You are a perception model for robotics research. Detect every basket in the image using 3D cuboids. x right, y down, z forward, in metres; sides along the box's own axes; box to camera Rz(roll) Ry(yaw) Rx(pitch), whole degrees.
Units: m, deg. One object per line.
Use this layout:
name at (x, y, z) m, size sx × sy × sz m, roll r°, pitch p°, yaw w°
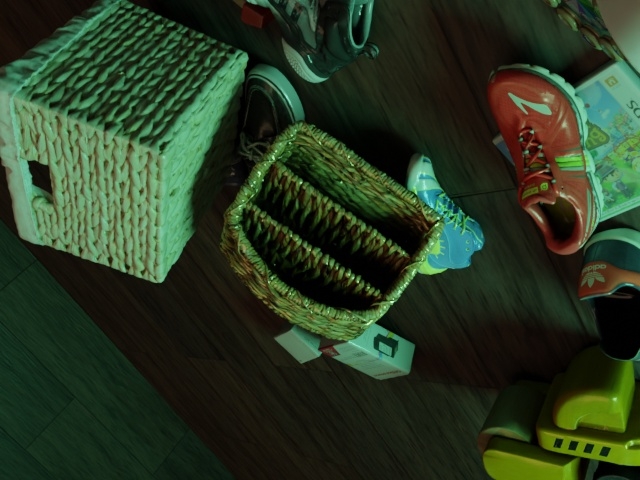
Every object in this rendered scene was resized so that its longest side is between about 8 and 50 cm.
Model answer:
basket at (0.000, 0.000, 1.002) m, size 0.299 × 0.213 × 0.223 m, roll 37°, pitch 147°, yaw 1°
basket at (-0.313, -0.163, 1.042) m, size 0.266 × 0.331 × 0.328 m, roll 21°, pitch 137°, yaw 4°

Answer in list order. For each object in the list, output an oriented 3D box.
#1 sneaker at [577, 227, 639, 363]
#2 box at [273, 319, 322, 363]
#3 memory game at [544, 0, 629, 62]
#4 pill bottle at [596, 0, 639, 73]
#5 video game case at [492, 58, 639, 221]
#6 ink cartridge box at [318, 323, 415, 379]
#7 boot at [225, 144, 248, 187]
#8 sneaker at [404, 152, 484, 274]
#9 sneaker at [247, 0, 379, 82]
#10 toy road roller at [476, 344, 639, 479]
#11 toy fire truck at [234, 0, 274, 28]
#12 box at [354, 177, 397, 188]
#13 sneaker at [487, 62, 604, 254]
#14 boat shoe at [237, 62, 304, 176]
sneaker at (0.498, 0.151, 0.938) m, size 0.350 × 0.148 × 0.131 m, roll 45°, pitch 145°, yaw -9°
box at (-0.040, 0.236, 1.573) m, size 0.101 × 0.087 × 0.102 m, roll 44°, pitch 145°, yaw -8°
memory game at (0.273, -0.259, 0.683) m, size 0.186 × 0.186 × 0.012 m, roll 43°, pitch 107°, yaw -6°
pill bottle at (0.425, -0.277, 0.454) m, size 0.229 × 0.229 × 0.408 m, roll 45°, pitch 145°, yaw -8°
video game case at (0.373, -0.119, 0.858) m, size 0.193 × 0.023 × 0.212 m, roll 45°, pitch 145°, yaw -8°
ink cartridge box at (0.104, 0.242, 1.420) m, size 0.175 × 0.072 × 0.127 m, roll 29°, pitch 149°, yaw -21°
boot at (-0.241, -0.161, 1.325) m, size 0.190 × 0.069 × 0.086 m, roll 15°, pitch 136°, yaw 27°
sneaker at (0.211, -0.043, 1.057) m, size 0.126 × 0.091 × 0.240 m, roll 2°, pitch 133°, yaw 17°
sneaker at (-0.016, -0.354, 0.885) m, size 0.153 × 0.101 × 0.268 m, roll -3°, pitch 134°, yaw 43°
toy road roller at (0.448, 0.308, 1.127) m, size 0.330 × 0.202 × 0.240 m, roll 1°, pitch 118°, yaw 35°
toy fire truck at (-0.149, -0.425, 0.962) m, size 0.192 × 0.047 × 0.135 m, roll 35°, pitch 152°, yaw 14°
box at (0.098, -0.067, 1.163) m, size 0.081 × 0.028 × 0.136 m, roll 23°, pitch 145°, yaw 22°
sneaker at (0.295, -0.099, 0.824) m, size 0.107 × 0.118 × 0.279 m, roll -10°, pitch 122°, yaw 46°
boat shoe at (-0.099, -0.169, 1.157) m, size 0.113 × 0.105 × 0.306 m, roll 25°, pitch 143°, yaw 20°
